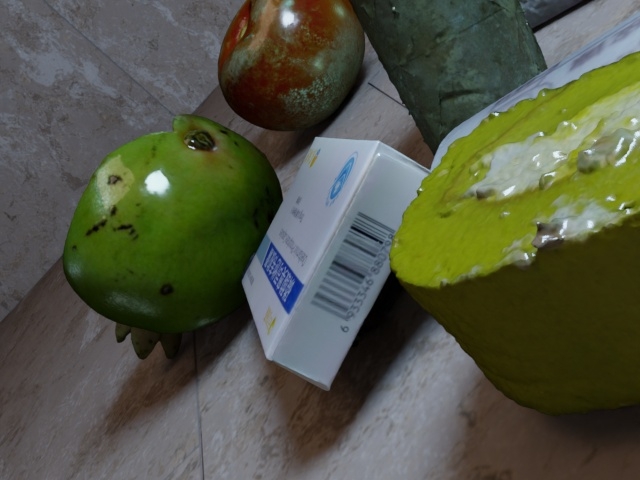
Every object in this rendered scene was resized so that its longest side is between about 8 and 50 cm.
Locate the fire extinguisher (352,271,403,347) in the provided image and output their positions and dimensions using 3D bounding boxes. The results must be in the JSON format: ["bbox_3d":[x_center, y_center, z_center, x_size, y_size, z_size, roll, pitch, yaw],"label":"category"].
[{"bbox_3d":[0.064,0.040,0.807,0.049,0.035,0.173,9,50,21],"label":"fire extinguisher"}]

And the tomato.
[{"bbox_3d":[-0.041,-0.306,1.385,0.270,0.223,0.270,-52,27,41],"label":"tomato"}]

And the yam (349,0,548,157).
[{"bbox_3d":[0.125,-0.225,0.856,0.161,0.268,0.161,-30,15,9],"label":"yam"}]

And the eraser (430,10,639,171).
[{"bbox_3d":[0.214,-0.093,0.643,0.270,0.095,0.174,-29,25,40],"label":"eraser"}]

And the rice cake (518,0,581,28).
[{"bbox_3d":[0.295,-0.305,0.907,0.399,0.064,0.070,-22,42,51],"label":"rice cake"}]

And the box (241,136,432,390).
[{"bbox_3d":[0.000,0.000,0.825,0.200,0.065,0.343,-63,11,3],"label":"box"}]

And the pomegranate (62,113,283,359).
[{"bbox_3d":[-0.170,0.022,1.087,0.310,0.216,0.358,-45,-24,-54],"label":"pomegranate"}]

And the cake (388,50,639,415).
[{"bbox_3d":[0.173,-0.006,0.471,0.260,0.156,0.179,-22,31,48],"label":"cake"}]
